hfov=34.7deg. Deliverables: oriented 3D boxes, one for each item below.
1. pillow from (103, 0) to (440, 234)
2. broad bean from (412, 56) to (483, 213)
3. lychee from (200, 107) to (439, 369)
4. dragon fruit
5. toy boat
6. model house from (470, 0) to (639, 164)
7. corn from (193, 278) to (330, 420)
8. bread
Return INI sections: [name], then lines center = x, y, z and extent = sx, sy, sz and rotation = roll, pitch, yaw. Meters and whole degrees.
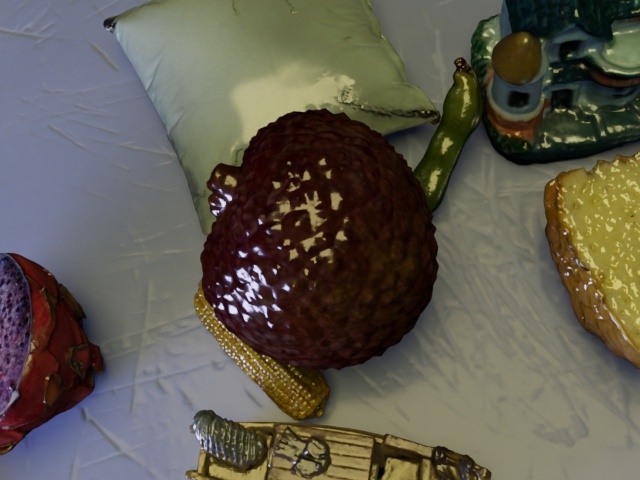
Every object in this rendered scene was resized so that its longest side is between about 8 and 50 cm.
[pillow]
center = -0.062, -0.202, 1.202
extent = 0.313, 0.119, 0.310
rotation = -26, 76, 0
[broad bean]
center = 0.122, -0.077, 1.142
extent = 0.053, 0.052, 0.256
rotation = 19, 102, -23
[lychee]
center = 0.000, 0.000, 1.041
extent = 0.261, 0.260, 0.260
rotation = -3, 73, 9
[dragon fruit]
center = -0.327, 0.133, 1.150
extent = 0.219, 0.148, 0.223
rotation = 8, 83, 43
[toy boat]
center = 0.015, 0.235, 1.062
extent = 0.321, 0.121, 0.089
rotation = 6, 69, 11
[model house]
center = 0.285, -0.228, 1.070
extent = 0.253, 0.291, 0.184
rotation = -7, 68, 7
[corn]
center = -0.068, 0.116, 1.136
extent = 0.068, 0.068, 0.207
rotation = -41, 72, -4
[bread]
center = 0.325, 0.032, 1.061
extent = 0.143, 0.139, 0.228
rotation = -23, 72, -1
